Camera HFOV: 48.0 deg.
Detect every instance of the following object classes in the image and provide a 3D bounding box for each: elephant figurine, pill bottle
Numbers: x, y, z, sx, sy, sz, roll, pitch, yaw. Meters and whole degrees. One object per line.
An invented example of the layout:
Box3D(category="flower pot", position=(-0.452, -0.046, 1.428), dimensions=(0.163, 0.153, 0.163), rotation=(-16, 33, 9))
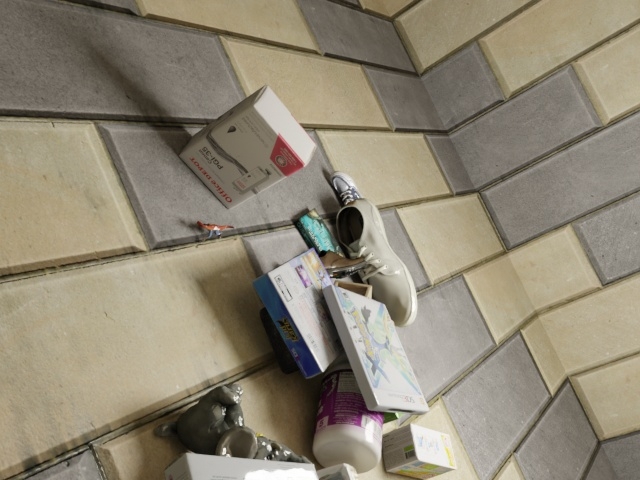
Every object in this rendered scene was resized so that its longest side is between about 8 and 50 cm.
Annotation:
Box3D(category="elephant figurine", position=(-0.163, 0.416, 1.425), dimensions=(0.239, 0.186, 0.169), rotation=(52, 5, 22))
Box3D(category="pill bottle", position=(0.078, 0.417, 1.819), dimensions=(0.169, 0.169, 0.301), rotation=(45, 33, -27))

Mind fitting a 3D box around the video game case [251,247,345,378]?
Box3D(category="video game case", position=(-0.028, 0.174, 1.797), dimensions=(0.269, 0.061, 0.244), rotation=(61, 30, 0))

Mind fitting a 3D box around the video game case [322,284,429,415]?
Box3D(category="video game case", position=(0.145, 0.285, 1.844), dimensions=(0.300, 0.036, 0.329), rotation=(25, 37, -55))

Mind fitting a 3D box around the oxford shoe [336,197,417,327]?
Box3D(category="oxford shoe", position=(0.163, 0.068, 2.255), dimensions=(0.130, 0.169, 0.449), rotation=(-1, 63, -49))

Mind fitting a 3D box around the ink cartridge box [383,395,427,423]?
Box3D(category="ink cartridge box", position=(0.207, 0.460, 2.038), dimensions=(0.209, 0.109, 0.062), rotation=(-13, 77, -59))

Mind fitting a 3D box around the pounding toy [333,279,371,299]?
Box3D(category="pounding toy", position=(0.094, 0.199, 2.057), dimensions=(0.130, 0.141, 0.100), rotation=(-63, 157, -55))

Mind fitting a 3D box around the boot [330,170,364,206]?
Box3D(category="boot", position=(0.097, -0.145, 2.412), dimensions=(0.190, 0.069, 0.086), rotation=(47, 30, -26))

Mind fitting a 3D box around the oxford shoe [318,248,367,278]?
Box3D(category="oxford shoe", position=(0.045, 0.064, 2.104), dimensions=(0.227, 0.083, 0.096), rotation=(-6, 68, -41))

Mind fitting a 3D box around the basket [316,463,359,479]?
Box3D(category="basket", position=(0.042, 0.607, 1.645), dimensions=(0.103, 0.113, 0.167), rotation=(48, 24, -66))

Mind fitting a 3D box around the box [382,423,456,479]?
Box3D(category="box", position=(0.277, 0.596, 2.023), dimensions=(0.203, 0.114, 0.103), rotation=(27, 43, -42))

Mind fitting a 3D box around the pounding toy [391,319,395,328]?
Box3D(category="pounding toy", position=(0.150, 0.312, 2.088), dimensions=(0.181, 0.094, 0.206), rotation=(29, 42, -43))

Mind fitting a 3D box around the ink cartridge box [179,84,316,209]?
Box3D(category="ink cartridge box", position=(-0.187, -0.230, 1.842), dimensions=(0.207, 0.283, 0.117), rotation=(48, 36, -21))

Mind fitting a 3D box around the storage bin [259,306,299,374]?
Box3D(category="storage bin", position=(-0.065, 0.237, 1.836), dimensions=(0.122, 0.084, 0.180), rotation=(-6, 70, -58))

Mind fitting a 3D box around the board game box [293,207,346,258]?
Box3D(category="board game box", position=(0.000, 0.000, 2.188), dimensions=(0.186, 0.026, 0.126), rotation=(58, 31, -5))

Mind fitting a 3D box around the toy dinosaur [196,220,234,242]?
Box3D(category="toy dinosaur", position=(-0.269, -0.036, 1.773), dimensions=(0.047, 0.090, 0.082), rotation=(55, -5, 19))

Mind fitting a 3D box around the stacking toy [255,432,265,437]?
Box3D(category="stacking toy", position=(-0.110, 0.548, 1.539), dimensions=(0.221, 0.052, 0.167), rotation=(55, 31, -12))

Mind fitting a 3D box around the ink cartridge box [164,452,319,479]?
Box3D(category="ink cartridge box", position=(-0.083, 0.522, 1.193), dimensions=(0.324, 0.071, 0.330), rotation=(24, 32, -45))
